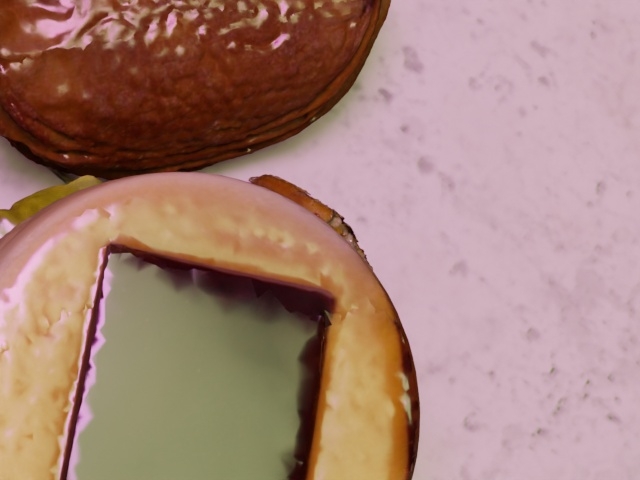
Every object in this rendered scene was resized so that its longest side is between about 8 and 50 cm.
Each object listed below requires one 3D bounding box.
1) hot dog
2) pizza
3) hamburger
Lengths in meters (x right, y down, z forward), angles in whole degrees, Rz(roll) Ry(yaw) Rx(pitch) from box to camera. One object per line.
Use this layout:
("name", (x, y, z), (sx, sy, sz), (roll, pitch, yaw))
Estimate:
("hot dog", (-0.094, -0.145, 1.018), (0.272, 0.122, 0.196), (-15, 80, -22))
("pizza", (-0.007, -0.008, 1.009), (0.100, 0.099, 0.029), (40, 82, 0))
("hamburger", (-0.084, 0.098, 0.921), (0.302, 0.170, 0.302), (4, 76, -16))
